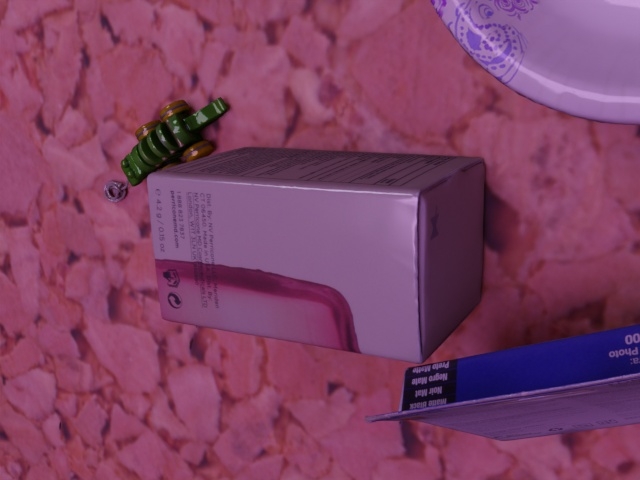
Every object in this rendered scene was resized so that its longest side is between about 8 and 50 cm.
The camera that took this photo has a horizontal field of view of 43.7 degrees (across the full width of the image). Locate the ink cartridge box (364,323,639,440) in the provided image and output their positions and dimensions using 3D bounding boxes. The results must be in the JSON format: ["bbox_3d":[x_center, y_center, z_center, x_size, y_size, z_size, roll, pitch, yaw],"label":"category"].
[{"bbox_3d":[0.175,0.094,0.537,0.223,0.224,0.045,-17,66,31],"label":"ink cartridge box"}]

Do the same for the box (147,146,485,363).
[{"bbox_3d":[0.000,0.000,0.643,0.232,0.148,0.127,6,107,28],"label":"box"}]

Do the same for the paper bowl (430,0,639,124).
[{"bbox_3d":[0.202,-0.217,0.469,0.284,0.148,0.285,8,108,26],"label":"paper bowl"}]

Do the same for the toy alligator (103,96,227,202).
[{"bbox_3d":[-0.164,-0.080,0.767,0.189,0.051,0.056,-31,88,32],"label":"toy alligator"}]
